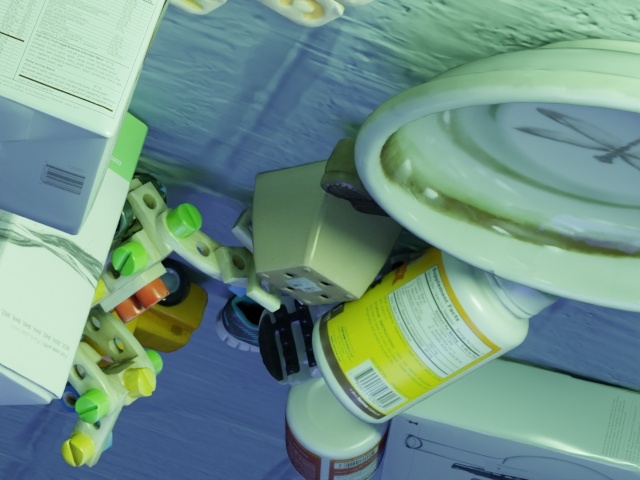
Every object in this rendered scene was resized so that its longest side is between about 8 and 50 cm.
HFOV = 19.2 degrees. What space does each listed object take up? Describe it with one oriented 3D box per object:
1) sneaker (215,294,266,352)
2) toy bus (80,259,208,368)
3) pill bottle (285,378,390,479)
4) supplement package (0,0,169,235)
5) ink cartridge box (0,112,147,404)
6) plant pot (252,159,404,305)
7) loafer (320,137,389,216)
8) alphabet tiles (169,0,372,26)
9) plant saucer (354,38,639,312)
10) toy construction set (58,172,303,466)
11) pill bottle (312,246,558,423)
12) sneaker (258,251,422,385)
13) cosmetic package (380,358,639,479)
[{"bbox_3d":[-0.032,0.099,2.030,0.166,0.065,0.076,14,154,1],"label":"sneaker"},{"bbox_3d":[-0.292,0.047,1.987,0.332,0.130,0.108,25,157,-20],"label":"toy bus"},{"bbox_3d":[0.018,0.223,2.207,0.121,0.121,0.216,14,158,4],"label":"pill bottle"},{"bbox_3d":[-0.192,-0.146,1.313,0.149,0.203,0.194,21,157,-7],"label":"supplement package"},{"bbox_3d":[-0.292,0.001,1.687,0.198,0.273,0.115,-5,150,41],"label":"ink cartridge box"},{"bbox_3d":[0.000,0.000,1.723,0.109,0.096,0.109,-9,148,46],"label":"plant pot"},{"bbox_3d":[0.048,-0.052,1.635,0.056,0.050,0.148,10,173,23],"label":"loafer"},{"bbox_3d":[-0.071,-0.232,1.320,0.278,0.021,0.284,28,155,-27],"label":"alphabet tiles"},{"bbox_3d":[0.228,-0.058,1.413,0.400,0.100,0.400,13,161,5],"label":"plant saucer"},{"bbox_3d":[-0.172,0.060,1.824,0.327,0.215,0.151,-33,179,22],"label":"toy construction set"},{"bbox_3d":[0.106,0.071,1.713,0.215,0.117,0.117,-32,135,23],"label":"pill bottle"},{"bbox_3d":[0.078,0.076,1.871,0.292,0.110,0.118,-12,171,38],"label":"sneaker"},{"bbox_3d":[0.219,0.244,2.161,0.284,0.097,0.377,16,158,6],"label":"cosmetic package"}]
